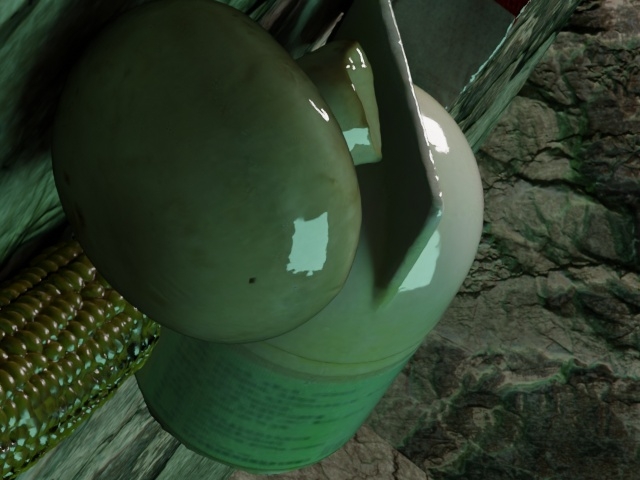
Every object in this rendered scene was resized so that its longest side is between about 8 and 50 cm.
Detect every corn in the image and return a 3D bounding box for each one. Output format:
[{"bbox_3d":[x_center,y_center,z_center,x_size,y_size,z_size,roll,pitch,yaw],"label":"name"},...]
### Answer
[{"bbox_3d":[-0.204,0.094,1.078,0.318,0.115,0.115,-42,168,-51],"label":"corn"}]

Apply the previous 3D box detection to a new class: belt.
[{"bbox_3d":[0.089,-0.203,1.400,0.201,0.124,0.128,-52,-165,14],"label":"belt"}]

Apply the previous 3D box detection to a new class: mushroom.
[{"bbox_3d":[-0.046,-0.049,0.955,0.204,0.204,0.204,-51,173,-9],"label":"mushroom"}]

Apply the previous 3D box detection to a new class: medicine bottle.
[{"bbox_3d":[0.000,0.000,1.365,0.236,0.236,0.406,-46,171,-38],"label":"medicine bottle"}]

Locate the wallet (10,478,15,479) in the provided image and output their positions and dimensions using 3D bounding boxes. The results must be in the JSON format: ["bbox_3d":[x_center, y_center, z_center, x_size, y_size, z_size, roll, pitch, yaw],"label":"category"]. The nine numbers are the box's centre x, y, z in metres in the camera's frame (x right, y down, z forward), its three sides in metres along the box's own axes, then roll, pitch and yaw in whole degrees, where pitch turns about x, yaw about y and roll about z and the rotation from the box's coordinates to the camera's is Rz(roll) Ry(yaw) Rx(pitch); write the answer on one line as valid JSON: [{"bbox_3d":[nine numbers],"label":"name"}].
[{"bbox_3d":[-0.304,0.206,1.236,0.172,0.045,0.318,-54,172,-5],"label":"wallet"}]
